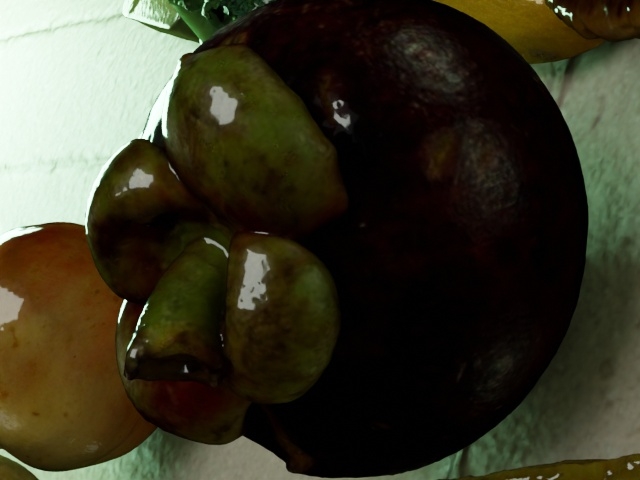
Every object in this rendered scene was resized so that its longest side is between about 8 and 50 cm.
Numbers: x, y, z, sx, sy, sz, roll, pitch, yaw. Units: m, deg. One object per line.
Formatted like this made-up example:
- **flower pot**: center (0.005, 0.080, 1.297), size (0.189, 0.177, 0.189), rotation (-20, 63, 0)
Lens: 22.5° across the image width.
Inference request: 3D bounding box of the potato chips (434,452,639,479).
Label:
- **potato chips**: center (0.212, 0.141, 0.875), size (0.407, 0.080, 0.057), rotation (-13, 75, 43)

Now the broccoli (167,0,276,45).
- **broccoli**: center (-0.033, -0.226, 1.267), size (0.270, 0.270, 0.270), rotation (-114, 24, -45)

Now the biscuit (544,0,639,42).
- **biscuit**: center (0.243, -0.257, 0.940), size (0.334, 0.081, 0.289), rotation (-8, 69, 59)

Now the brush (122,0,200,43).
- **brush**: center (-0.101, -0.279, 1.496), size (0.123, 0.059, 0.197), rotation (26, 88, 55)

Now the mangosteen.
- **mangosteen**: center (0.000, 0.000, 0.986), size (0.307, 0.347, 0.307), rotation (10, 106, 39)

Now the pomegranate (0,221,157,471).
- **pomegranate**: center (-0.209, 0.083, 1.286), size (0.209, 0.209, 0.209), rotation (-27, 50, 37)

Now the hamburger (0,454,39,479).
- **hamburger**: center (-0.242, 0.268, 1.205), size (0.209, 0.330, 0.162), rotation (-27, 21, -24)

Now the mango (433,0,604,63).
- **mango**: center (0.132, -0.178, 1.143), size (0.190, 0.075, 0.098), rotation (26, 93, 35)
